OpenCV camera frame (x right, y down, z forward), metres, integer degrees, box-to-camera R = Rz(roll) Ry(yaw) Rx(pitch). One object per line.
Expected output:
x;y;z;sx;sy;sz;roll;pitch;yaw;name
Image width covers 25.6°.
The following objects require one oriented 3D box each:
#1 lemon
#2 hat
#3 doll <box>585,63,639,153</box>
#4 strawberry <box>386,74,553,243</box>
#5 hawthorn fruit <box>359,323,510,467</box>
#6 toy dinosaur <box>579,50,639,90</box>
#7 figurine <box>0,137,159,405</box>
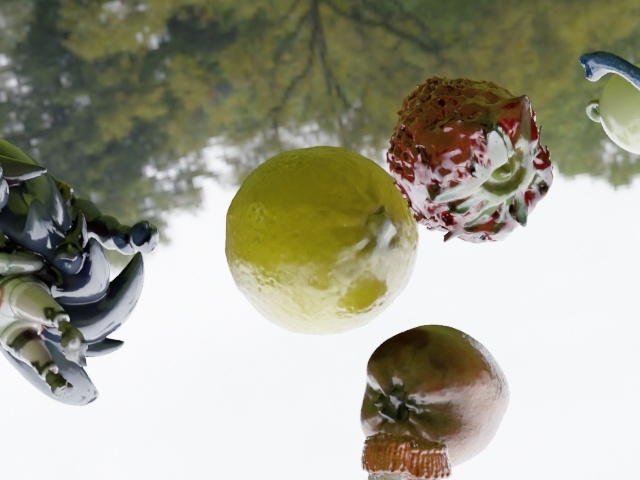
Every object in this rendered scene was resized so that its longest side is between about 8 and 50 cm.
-0.001;0.000;1.962;0.293;0.293;0.293;-11;-166;3;lemon
0.082;0.279;1.427;0.094;0.162;0.112;6;179;10;hat
0.422;-0.147;1.528;0.296;0.141;0.117;11;-137;45;doll
0.151;-0.097;1.544;0.187;0.184;0.201;-4;-146;-29;strawberry
0.174;0.213;1.899;0.251;0.199;0.199;2;180;-45;hawthorn fruit
0.381;-0.142;1.321;0.248;0.188;0.075;-26;-173;46;toy dinosaur
-0.247;0.016;1.111;0.265;0.175;0.197;37;-170;13;figurine
